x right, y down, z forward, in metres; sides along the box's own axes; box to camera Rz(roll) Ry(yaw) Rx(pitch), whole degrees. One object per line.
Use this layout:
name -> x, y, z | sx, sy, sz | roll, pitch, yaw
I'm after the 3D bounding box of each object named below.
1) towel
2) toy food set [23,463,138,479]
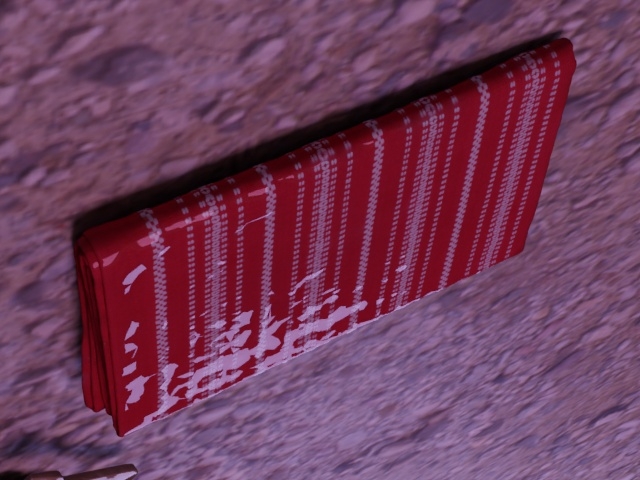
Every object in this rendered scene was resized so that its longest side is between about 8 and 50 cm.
towel -> 0.000, 0.000, 0.973 | 0.275, 0.031, 0.199 | -24, 154, -17
toy food set -> -0.205, 0.183, 1.111 | 0.192, 0.038, 0.132 | -44, 159, 20
